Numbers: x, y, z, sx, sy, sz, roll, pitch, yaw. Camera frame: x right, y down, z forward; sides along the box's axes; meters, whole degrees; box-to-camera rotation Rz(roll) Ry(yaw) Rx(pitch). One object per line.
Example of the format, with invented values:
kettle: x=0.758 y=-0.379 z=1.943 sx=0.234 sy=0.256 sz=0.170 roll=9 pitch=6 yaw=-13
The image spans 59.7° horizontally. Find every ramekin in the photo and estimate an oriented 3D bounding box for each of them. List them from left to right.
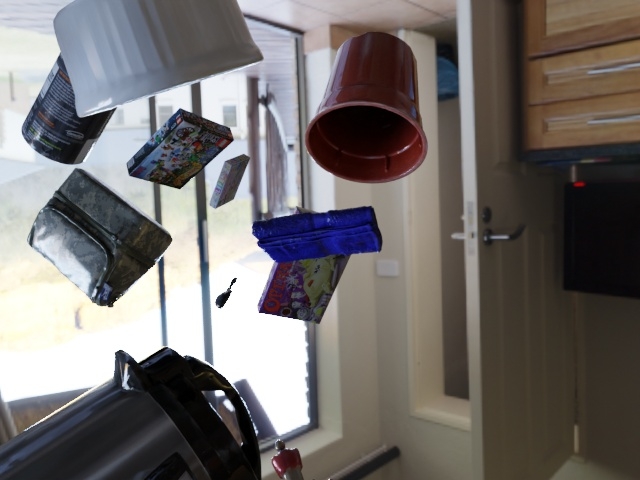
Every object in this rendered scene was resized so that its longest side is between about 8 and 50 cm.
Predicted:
ramekin: x=-0.232 y=-0.282 z=0.794 sx=0.278 sy=0.135 sz=0.277 roll=-15 pitch=-162 yaw=5

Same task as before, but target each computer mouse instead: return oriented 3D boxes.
computer mouse: x=-0.370 y=0.197 z=2.185 sx=0.041 sy=0.071 sz=0.242 roll=34 pitch=-163 yaw=-8

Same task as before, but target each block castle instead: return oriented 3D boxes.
block castle: x=-0.127 y=0.798 z=1.691 sx=0.303 sy=0.212 sz=0.453 roll=-28 pitch=141 yaw=-1

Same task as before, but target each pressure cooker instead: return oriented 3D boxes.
pressure cooker: x=-0.284 y=0.389 z=0.866 sx=0.421 sy=0.375 sz=0.369 roll=-31 pitch=158 yaw=-33

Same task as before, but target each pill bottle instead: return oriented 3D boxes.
pill bottle: x=-0.448 y=-0.271 z=1.044 sx=0.245 sy=0.130 sz=0.130 roll=-48 pitch=163 yaw=24

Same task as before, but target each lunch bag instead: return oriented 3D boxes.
lunch bag: x=-0.582 y=-0.001 z=1.461 sx=0.305 sy=0.256 sz=0.212 roll=35 pitch=174 yaw=14

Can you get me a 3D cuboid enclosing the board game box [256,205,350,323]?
board game box: x=-0.036 y=0.082 z=1.639 sx=0.208 sy=0.346 sz=0.056 roll=15 pitch=-157 yaw=-18

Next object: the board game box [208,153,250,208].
board game box: x=-0.266 y=-0.173 z=1.628 sx=0.026 sy=0.154 sz=0.103 roll=33 pitch=-150 yaw=10

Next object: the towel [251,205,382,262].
towel: x=0.000 y=0.000 z=1.413 sx=0.309 sy=0.076 sz=0.227 roll=-7 pitch=157 yaw=11

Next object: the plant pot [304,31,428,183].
plant pot: x=0.118 y=-0.319 z=1.295 sx=0.273 sy=0.264 sz=0.272 roll=7 pitch=150 yaw=4

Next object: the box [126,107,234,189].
box: x=-0.354 y=-0.224 z=1.405 sx=0.233 sy=0.044 sz=0.159 roll=-35 pitch=151 yaw=30
